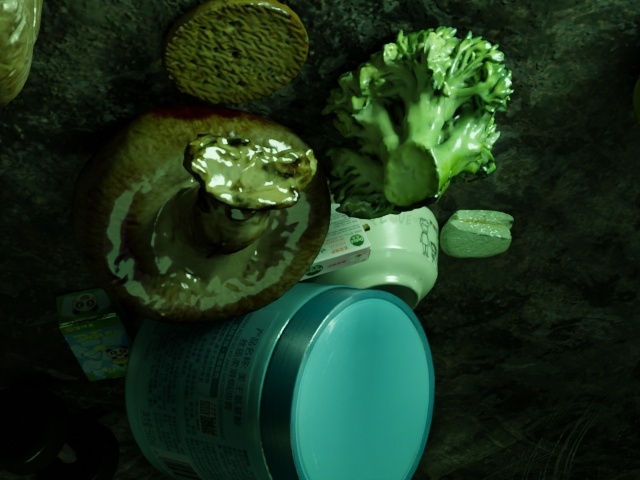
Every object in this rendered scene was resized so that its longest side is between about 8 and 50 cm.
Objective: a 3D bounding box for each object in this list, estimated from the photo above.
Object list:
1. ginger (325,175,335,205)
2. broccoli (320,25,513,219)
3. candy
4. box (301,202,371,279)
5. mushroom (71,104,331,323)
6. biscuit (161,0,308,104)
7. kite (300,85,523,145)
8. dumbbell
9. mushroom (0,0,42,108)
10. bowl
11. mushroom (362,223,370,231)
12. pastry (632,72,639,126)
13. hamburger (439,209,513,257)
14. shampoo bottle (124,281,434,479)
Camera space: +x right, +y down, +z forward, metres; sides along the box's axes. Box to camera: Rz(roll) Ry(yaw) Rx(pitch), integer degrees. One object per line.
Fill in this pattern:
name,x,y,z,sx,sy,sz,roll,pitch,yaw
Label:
ginger,-0.066,-0.029,1.948,0.193,0.053,0.176,-13,159,-22
broccoli,0.110,-0.132,1.673,0.247,0.245,0.288,11,114,9
candy,-0.353,0.152,2.106,0.097,0.062,0.194,-11,146,0
box,0.000,0.000,1.895,0.125,0.089,0.043,-16,151,-14
mushroom,-0.127,-0.022,1.700,0.331,0.356,0.334,-3,117,-39
biscuit,-0.108,-0.240,1.647,0.187,0.027,0.188,-7,146,-5
kite,0.128,-0.154,1.859,0.321,0.016,0.234,-9,146,-5
dumbbell,-0.469,0.357,2.284,0.152,0.152,0.218,-23,145,14
mushroom,-0.382,-0.233,1.458,0.156,0.151,0.286,-4,145,-15
bowl,0.081,0.049,2.044,0.237,0.126,0.238,-8,147,-5
mushroom,-0.049,0.019,1.993,0.286,0.028,0.026,-17,123,31
pastry,0.592,-0.229,1.781,0.356,0.164,0.356,-6,150,-3
hamburger,0.240,-0.006,2.083,0.121,0.054,0.084,6,146,-21
shampoo bottle,-0.064,0.223,1.930,0.342,0.331,0.331,3,160,39
